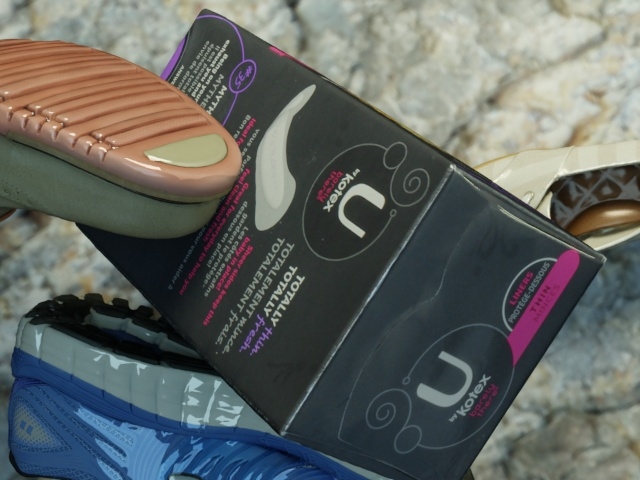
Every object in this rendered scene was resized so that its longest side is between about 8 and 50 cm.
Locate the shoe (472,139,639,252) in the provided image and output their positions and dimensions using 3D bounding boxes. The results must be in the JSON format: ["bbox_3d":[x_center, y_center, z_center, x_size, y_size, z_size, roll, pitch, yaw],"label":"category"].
[{"bbox_3d":[0.169,-0.028,0.968,0.219,0.058,0.077,-15,95,1],"label":"shoe"}]

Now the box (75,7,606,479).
[{"bbox_3d":[0.000,0.000,0.853,0.143,0.270,0.165,28,97,-40],"label":"box"}]

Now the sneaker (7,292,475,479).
[{"bbox_3d":[-0.051,0.151,0.966,0.329,0.130,0.147,19,106,4],"label":"sneaker"}]

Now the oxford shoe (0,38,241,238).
[{"bbox_3d":[-0.215,-0.050,0.883,0.397,0.140,0.147,18,110,33],"label":"oxford shoe"}]
